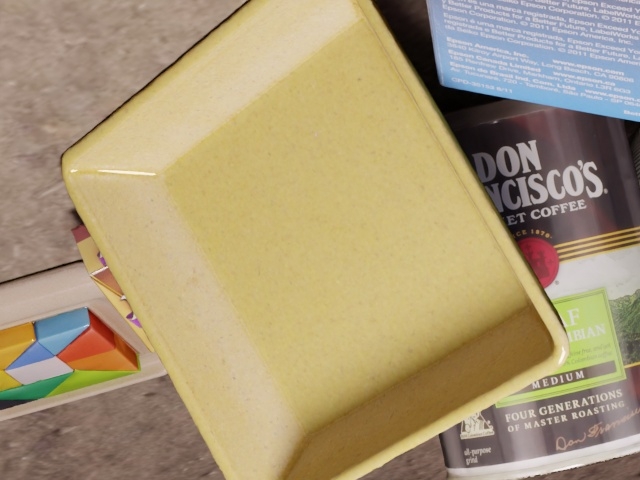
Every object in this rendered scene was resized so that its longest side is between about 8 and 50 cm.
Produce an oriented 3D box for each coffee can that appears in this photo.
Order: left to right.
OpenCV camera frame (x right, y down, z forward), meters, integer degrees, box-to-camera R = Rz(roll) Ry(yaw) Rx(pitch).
[{"bbox_3d":[0.165,0.033,1.406,0.201,0.275,0.201,-13,178,-1],"label":"coffee can"}]

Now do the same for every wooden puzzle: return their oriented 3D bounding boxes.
[{"bbox_3d":[-0.268,0.108,1.682,0.221,0.044,0.239,-16,154,7],"label":"wooden puzzle"}]

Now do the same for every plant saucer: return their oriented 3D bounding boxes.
[{"bbox_3d":[0.000,0.000,1.334,0.332,0.333,0.081,-34,173,37],"label":"plant saucer"}]

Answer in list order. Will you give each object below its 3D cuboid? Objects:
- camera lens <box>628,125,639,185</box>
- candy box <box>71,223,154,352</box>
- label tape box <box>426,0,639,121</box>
[{"bbox_3d":[0.381,-0.060,1.442,0.219,0.219,0.274,4,149,-31],"label":"camera lens"},{"bbox_3d":[-0.131,0.024,1.547,0.109,0.053,0.187,-26,152,1],"label":"candy box"},{"bbox_3d":[0.190,-0.200,1.096,0.249,0.115,0.348,12,156,14],"label":"label tape box"}]
